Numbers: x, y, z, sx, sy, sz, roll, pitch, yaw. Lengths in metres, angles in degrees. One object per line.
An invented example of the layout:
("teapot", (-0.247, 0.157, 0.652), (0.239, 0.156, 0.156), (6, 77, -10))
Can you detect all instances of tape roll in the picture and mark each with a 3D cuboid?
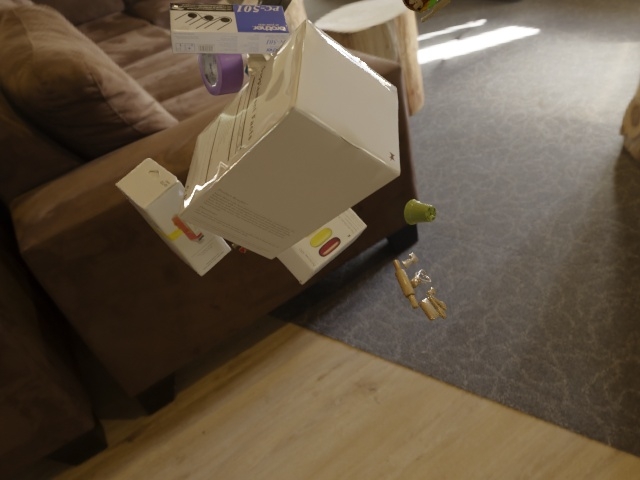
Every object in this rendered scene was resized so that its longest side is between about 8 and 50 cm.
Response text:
("tape roll", (-0.327, -0.574, 1.702), (0.080, 0.188, 0.189), (-18, 34, -28))

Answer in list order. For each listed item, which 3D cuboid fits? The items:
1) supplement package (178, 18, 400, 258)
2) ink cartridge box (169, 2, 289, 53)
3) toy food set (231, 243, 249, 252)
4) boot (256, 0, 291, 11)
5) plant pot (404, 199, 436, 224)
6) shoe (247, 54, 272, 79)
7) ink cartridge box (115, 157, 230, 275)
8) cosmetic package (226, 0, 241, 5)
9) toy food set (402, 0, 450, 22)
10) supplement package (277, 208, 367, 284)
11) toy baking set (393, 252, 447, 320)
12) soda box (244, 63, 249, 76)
("supplement package", (-0.049, -0.129, 0.762), (0.293, 0.178, 0.175), (-31, 43, 41))
("ink cartridge box", (-0.167, -0.387, 0.950), (0.207, 0.046, 0.097), (-4, 53, -13))
("toy food set", (-0.277, 0.007, 1.887), (0.078, 0.122, 0.019), (35, 43, 1))
("boot", (-0.145, -0.720, 1.699), (0.190, 0.208, 0.076), (0, 48, -42))
("plant pot", (0.325, -0.088, 1.668), (0.083, 0.083, 0.079), (-40, 30, -27))
("shoe", (-0.133, -0.385, 1.323), (0.077, 0.218, 0.058), (-11, 34, 10))
("ink cartridge box", (-0.547, -0.085, 1.942), (0.160, 0.384, 0.279), (-43, 45, -16))
("cosmetic package", (-0.240, -0.721, 1.493), (0.041, 0.060, 0.115), (-54, 18, -16))
("toy food set", (0.336, -0.831, 1.742), (0.132, 0.192, 0.038), (-34, 30, 28))
("supplement package", (0.000, 0.000, 1.620), (0.139, 0.134, 0.244), (47, 62, 6))
("toy baking set", (0.280, 0.131, 1.501), (0.030, 0.197, 0.256), (-40, 52, 24))
("soda box", (-0.151, -0.497, 1.606), (0.071, 0.067, 0.210), (-8, 46, -38))
